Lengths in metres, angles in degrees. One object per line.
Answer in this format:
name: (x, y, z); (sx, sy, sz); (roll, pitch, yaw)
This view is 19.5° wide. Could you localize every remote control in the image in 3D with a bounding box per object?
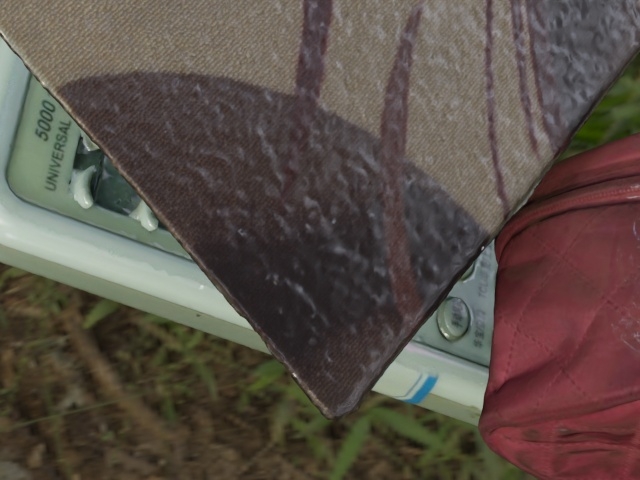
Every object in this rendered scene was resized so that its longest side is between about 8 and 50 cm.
remote control: (0.000, 0.000, 0.849); (0.335, 0.065, 0.128); (21, 59, -19)

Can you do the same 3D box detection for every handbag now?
handbag: (0.172, 0.053, 0.782); (0.225, 0.146, 0.135); (30, 54, -35)

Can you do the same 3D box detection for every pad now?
pad: (0.035, -0.123, 0.674); (0.220, 0.004, 0.330); (50, 59, -17)
